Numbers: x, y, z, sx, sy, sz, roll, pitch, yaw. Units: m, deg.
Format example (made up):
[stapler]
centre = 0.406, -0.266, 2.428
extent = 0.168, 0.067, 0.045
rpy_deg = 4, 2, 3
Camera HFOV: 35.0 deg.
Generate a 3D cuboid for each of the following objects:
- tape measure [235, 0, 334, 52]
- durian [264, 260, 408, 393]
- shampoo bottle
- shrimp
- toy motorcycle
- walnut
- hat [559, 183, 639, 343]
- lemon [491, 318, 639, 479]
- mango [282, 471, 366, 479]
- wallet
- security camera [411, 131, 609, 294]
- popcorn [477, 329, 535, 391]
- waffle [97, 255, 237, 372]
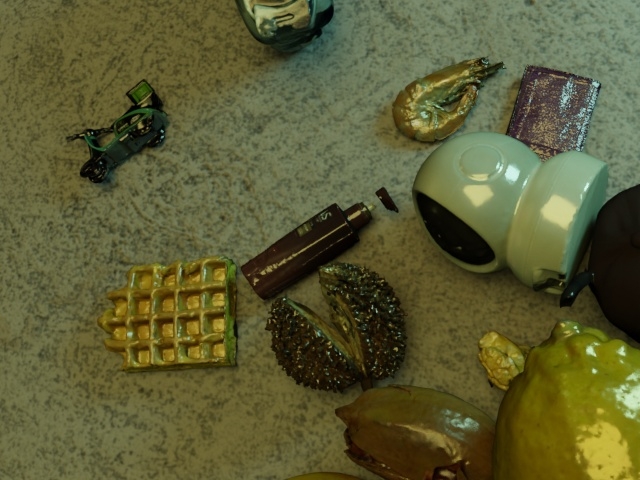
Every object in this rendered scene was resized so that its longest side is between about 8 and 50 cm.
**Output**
[tape measure]
centre = -0.064, -0.413, 1.490
extent = 0.147, 0.256, 0.274
rpy_deg = -16, 88, 4
[durian]
centre = 0.028, 0.130, 1.356
extent = 0.196, 0.167, 0.196
rpy_deg = 1, 98, 7
[shampoo bottle]
centre = 0.000, 0.000, 1.447
extent = 0.236, 0.067, 0.068
rpy_deg = -34, 59, 4
[shrimp]
centre = 0.189, -0.209, 1.471
extent = 0.180, 0.041, 0.099
rpy_deg = -29, 69, 5
[toy motorcycle]
centre = -0.316, -0.165, 1.592
extent = 0.173, 0.058, 0.100
rpy_deg = -39, 61, 0
[walnut]
centre = 0.136, 0.255, 1.304
extent = 0.245, 0.137, 0.137
rpy_deg = 19, 80, 16
[hat]
centre = 0.425, 0.061, 1.210
extent = 0.238, 0.209, 0.336
rpy_deg = -36, 63, 30
[lemon]
centre = 0.327, 0.271, 1.162
extent = 0.285, 0.285, 0.316
rpy_deg = -44, 72, 0
[mango]
centre = 0.017, 0.388, 1.307
extent = 0.317, 0.119, 0.176
rpy_deg = -4, 70, 6
[wallet]
centre = 0.320, -0.162, 1.425
extent = 0.111, 0.030, 0.165
rpy_deg = 14, 78, 20
[security camera]
centre = 0.237, -0.049, 1.331
extent = 0.236, 0.194, 0.194
rpy_deg = 21, 80, 20
[popcorn]
centre = 0.238, 0.166, 1.335
extent = 0.084, 0.084, 0.084
rpy_deg = -4, 73, 14
[waffle]
centre = -0.228, 0.109, 1.485
extent = 0.211, 0.055, 0.160
rpy_deg = -5, 73, 15
